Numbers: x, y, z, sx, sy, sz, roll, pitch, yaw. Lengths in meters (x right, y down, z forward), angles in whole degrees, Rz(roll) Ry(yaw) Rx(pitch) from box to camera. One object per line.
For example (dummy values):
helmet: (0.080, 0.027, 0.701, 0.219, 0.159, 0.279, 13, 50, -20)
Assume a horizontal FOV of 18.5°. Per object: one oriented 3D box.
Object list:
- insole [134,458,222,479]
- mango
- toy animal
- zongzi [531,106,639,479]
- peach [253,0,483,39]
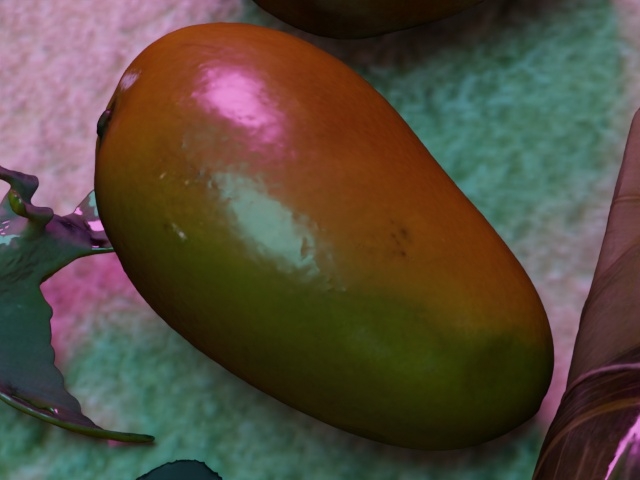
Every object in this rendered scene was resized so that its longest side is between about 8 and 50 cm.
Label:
insole: (-0.116, 0.177, 0.939, 0.188, 0.004, 0.064, -43, 61, -15)
mango: (-0.006, -0.001, 0.930, 0.175, 0.139, 0.254, -16, 52, -47)
toy animal: (-0.172, 0.000, 0.979, 0.095, 0.155, 0.219, -52, 49, 24)
zongzi: (0.248, 0.075, 0.857, 0.289, 0.154, 0.317, 12, 57, 9)
peach: (0.046, -0.206, 1.035, 0.235, 0.214, 0.214, 20, 64, 1)
